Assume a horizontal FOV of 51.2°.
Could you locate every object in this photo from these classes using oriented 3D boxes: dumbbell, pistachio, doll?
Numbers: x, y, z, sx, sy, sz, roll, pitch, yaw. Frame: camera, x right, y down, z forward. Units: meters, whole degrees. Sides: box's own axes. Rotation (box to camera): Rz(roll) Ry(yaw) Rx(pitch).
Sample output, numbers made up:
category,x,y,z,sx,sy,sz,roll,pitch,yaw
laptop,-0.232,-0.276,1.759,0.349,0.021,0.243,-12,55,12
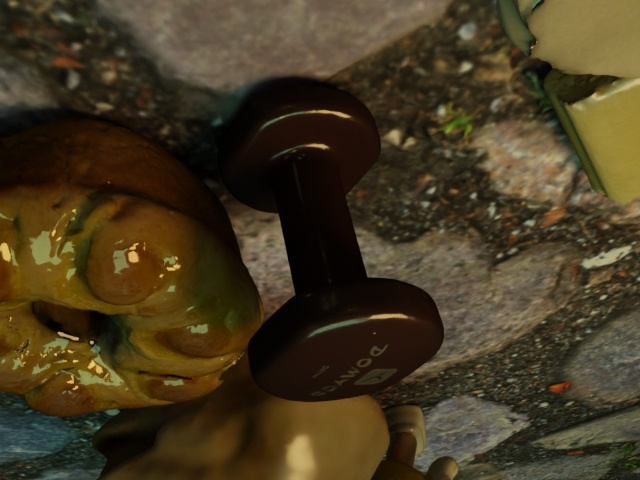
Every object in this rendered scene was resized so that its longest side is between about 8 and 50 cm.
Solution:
category,x,y,z,sx,sy,sz,roll,pitch,yaw
dumbbell,0.000,0.000,0.511,0.124,0.225,0.140,10,141,-32
pistachio,-0.107,0.288,0.840,0.366,0.281,0.445,10,137,-26
doll,0.065,0.412,1.005,0.348,0.423,0.161,-18,115,41

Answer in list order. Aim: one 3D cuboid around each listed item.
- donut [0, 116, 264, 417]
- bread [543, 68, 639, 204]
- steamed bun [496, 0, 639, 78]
category,x,y,z,sx,sy,sz,roll,pitch,yaw
donut,-0.203,0.039,0.579,0.300,0.150,0.317,4,143,-20
bread,0.282,-0.110,0.576,0.140,0.060,0.178,-28,141,23
steamed bun,0.185,-0.187,0.406,0.183,0.106,0.182,-5,147,-3
